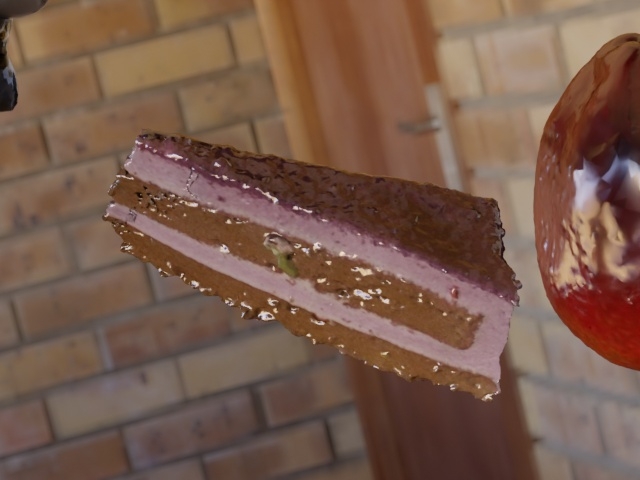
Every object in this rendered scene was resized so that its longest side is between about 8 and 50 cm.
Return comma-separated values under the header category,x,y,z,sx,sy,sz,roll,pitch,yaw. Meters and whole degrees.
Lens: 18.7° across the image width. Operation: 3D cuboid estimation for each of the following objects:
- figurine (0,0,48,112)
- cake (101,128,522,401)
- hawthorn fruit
category,x,y,z,sx,sy,sz,roll,pitch,yaw
figurine,-0.164,-0.107,0.685,0.265,0.197,0.175,-56,21,-16
cake,0.000,0.000,1.330,0.295,0.116,0.113,19,42,-1
hawthorn fruit,0.294,-0.049,1.516,0.265,0.307,0.265,-6,18,2
